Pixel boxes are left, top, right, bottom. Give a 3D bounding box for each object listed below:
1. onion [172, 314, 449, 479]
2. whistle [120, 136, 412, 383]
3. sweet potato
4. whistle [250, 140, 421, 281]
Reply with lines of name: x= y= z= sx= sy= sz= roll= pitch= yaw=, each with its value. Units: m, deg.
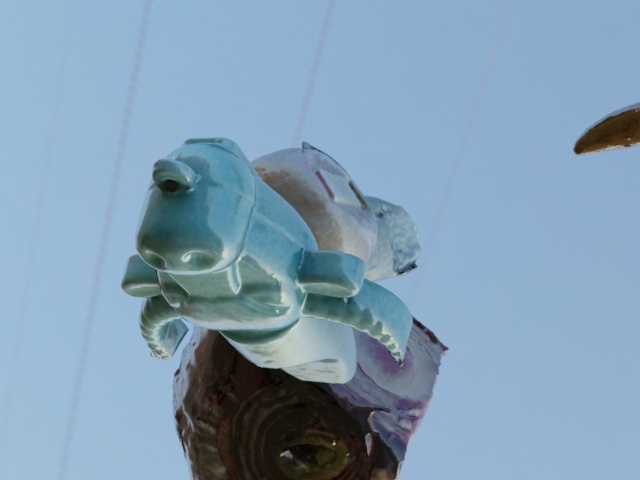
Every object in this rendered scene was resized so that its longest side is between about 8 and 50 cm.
onion: x=-0.030 y=0.142 z=1.569 sx=0.207 sy=0.216 sz=0.206 roll=36 pitch=-66 yaw=1
whistle: x=-0.044 y=0.023 z=1.218 sx=0.186 sy=0.093 sz=0.274 roll=-1 pitch=-30 yaw=24
sweet potato: x=0.273 y=-0.097 z=1.422 sx=0.179 sy=0.044 sz=0.044 roll=-21 pitch=-86 yaw=17
whistle: x=0.000 y=0.000 z=2.101 sx=0.189 sy=0.348 sz=0.189 roll=-3 pitch=-95 yaw=30
